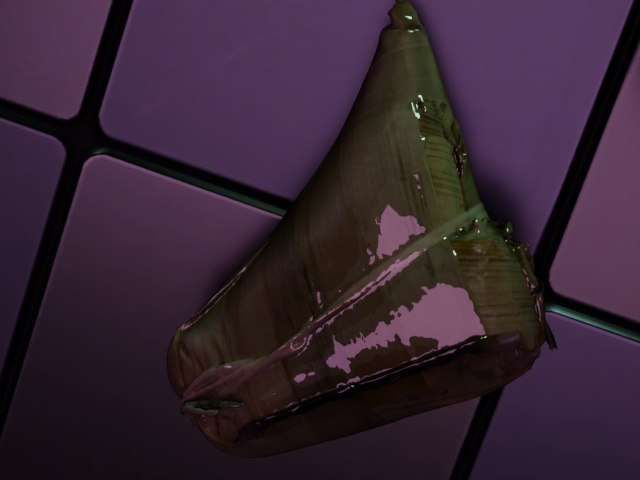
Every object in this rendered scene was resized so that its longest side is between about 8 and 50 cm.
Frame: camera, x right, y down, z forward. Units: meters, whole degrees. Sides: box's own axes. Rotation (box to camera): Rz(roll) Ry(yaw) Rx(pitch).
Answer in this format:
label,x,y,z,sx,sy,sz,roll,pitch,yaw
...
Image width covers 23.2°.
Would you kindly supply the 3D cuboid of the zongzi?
label,x,y,z,sx,sy,sz,roll,pitch,yaw
zongzi,0.000,0.000,0.777,0.194,0.099,0.197,-20,90,9
